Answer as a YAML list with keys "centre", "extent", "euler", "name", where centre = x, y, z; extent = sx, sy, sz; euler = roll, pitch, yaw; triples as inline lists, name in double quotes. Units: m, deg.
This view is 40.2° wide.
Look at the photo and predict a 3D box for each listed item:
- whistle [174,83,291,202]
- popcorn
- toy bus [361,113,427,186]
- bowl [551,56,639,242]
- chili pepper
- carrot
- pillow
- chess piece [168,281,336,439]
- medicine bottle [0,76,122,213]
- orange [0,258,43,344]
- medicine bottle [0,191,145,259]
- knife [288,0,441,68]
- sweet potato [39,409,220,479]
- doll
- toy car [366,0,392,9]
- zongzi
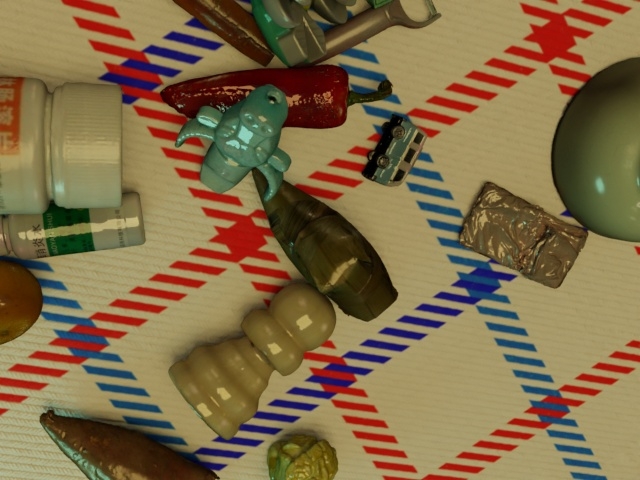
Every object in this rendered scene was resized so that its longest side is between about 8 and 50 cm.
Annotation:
- centre: [-0.125, -0.159, 1.399]
  extent: [0.186, 0.093, 0.274]
  euler: [31, 141, -11]
  name: "whistle"
- centre: [-0.029, 0.433, 1.636]
  extent: [0.135, 0.141, 0.162]
  euler: [-42, 71, 4]
  name: "popcorn"
- centre: [0.132, -0.152, 1.539]
  extent: [0.074, 0.060, 0.123]
  euler: [25, 97, -22]
  name: "toy bus"
- centre: [0.620, -0.148, 1.584]
  extent: [0.353, 0.185, 0.354]
  euler: [-3, 106, -12]
  name: "bowl"
- centre: [-0.068, -0.238, 1.441]
  extent: [0.387, 0.110, 0.110]
  euler: [-1, 106, -4]
  name: "chili pepper"
- centre: [-0.165, -0.368, 1.405]
  extent: [0.225, 0.067, 0.067]
  euler: [36, 96, -21]
  name: "carrot"
- centre: [0.385, -0.004, 1.647]
  extent: [0.248, 0.049, 0.135]
  euler: [26, 103, -15]
  name: "pillow"
- centre: [-0.106, 0.193, 1.551]
  extent: [0.299, 0.167, 0.167]
  euler: [-41, 110, -6]
  name: "chess piece"
- centre: [-0.488, -0.144, 1.321]
  extent: [0.371, 0.211, 0.211]
  euler: [-1, 106, -13]
  name: "medicine bottle"
- centre: [-0.532, 0.097, 1.420]
  extent: [0.154, 0.155, 0.134]
  euler: [-30, 73, -3]
  name: "orange"
- centre: [-0.422, -0.022, 1.435]
  extent: [0.259, 0.095, 0.095]
  euler: [-7, 107, -9]
  name: "medicine bottle"
- centre: [0.064, -0.367, 1.467]
  extent: [0.278, 0.053, 0.123]
  euler: [-29, 105, -4]
  name: "knife"
- centre: [-0.349, 0.397, 1.554]
  extent: [0.336, 0.131, 0.131]
  euler: [32, 97, -20]
  name: "sweet potato"
- centre: [-0.055, -0.403, 1.356]
  extent: [0.258, 0.153, 0.195]
  euler: [50, 46, -23]
  name: "doll"
- centre: [0.097, -0.521, 1.335]
  extent: [0.141, 0.097, 0.321]
  euler: [-28, 135, -10]
  name: "toy car"
- centre: [0.000, 0.000, 1.551]
  extent: [0.123, 0.289, 0.260]
  euler: [-43, 152, 2]
  name: "zongzi"
